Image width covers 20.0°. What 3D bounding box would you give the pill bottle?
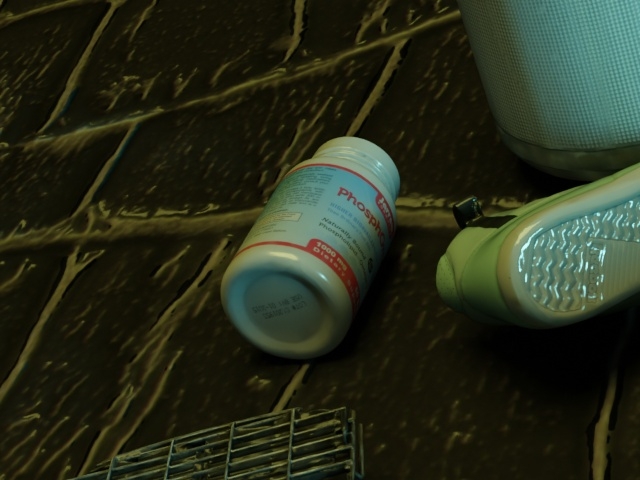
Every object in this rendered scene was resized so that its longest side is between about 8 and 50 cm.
[{"bbox_3d":[0.000,0.000,1.204,0.087,0.087,0.160,-6,32,26],"label":"pill bottle"}]

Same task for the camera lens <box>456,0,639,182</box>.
[{"bbox_3d":[0.195,-0.192,1.212,0.219,0.274,0.219,-16,29,9],"label":"camera lens"}]

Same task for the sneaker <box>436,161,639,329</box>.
[{"bbox_3d":[0.191,-0.012,1.100,0.256,0.094,0.151,-15,3,-21],"label":"sneaker"}]

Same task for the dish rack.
[{"bbox_3d":[-0.063,0.190,0.937,0.208,0.074,0.271,-14,27,9],"label":"dish rack"}]
